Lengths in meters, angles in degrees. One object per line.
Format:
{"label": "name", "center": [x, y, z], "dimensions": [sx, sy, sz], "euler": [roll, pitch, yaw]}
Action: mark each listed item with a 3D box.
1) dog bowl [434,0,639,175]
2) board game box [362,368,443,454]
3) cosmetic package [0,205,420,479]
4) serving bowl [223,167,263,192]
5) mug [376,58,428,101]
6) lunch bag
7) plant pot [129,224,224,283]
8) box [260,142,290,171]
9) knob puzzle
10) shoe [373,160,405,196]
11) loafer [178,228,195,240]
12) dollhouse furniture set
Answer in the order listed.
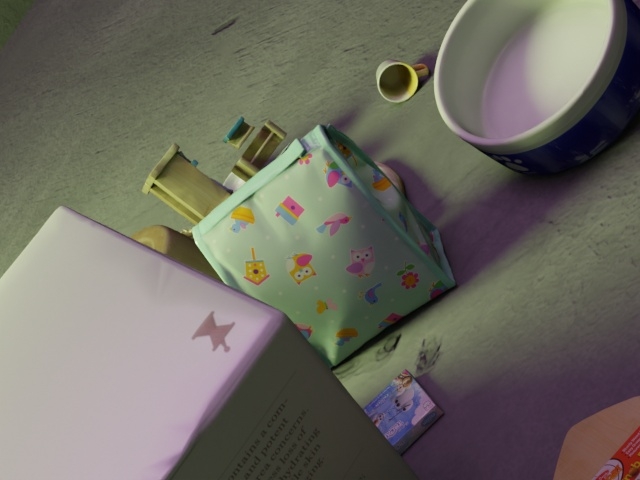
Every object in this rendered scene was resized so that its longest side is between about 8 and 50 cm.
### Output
{"label": "dog bowl", "center": [0.276, -0.219, 1.615], "dimensions": [0.265, 0.104, 0.265], "euler": [-24, 53, 36]}
{"label": "board game box", "center": [0.087, 0.202, 1.485], "dimensions": [0.090, 0.020, 0.090], "euler": [-44, 30, 2]}
{"label": "cosmetic package", "center": [-0.158, 0.238, 1.291], "dimensions": [0.327, 0.393, 0.329], "euler": [24, 70, 38]}
{"label": "serving bowl", "center": [-0.122, -0.095, 2.124], "dimensions": [0.083, 0.027, 0.083], "euler": [-33, 31, 22]}
{"label": "mug", "center": [0.120, -0.248, 1.992], "dimensions": [0.064, 0.078, 0.062], "euler": [-114, 38, -68]}
{"label": "lunch bag", "center": [0.000, 0.000, 1.605], "dimensions": [0.223, 0.262, 0.160], "euler": [-37, 30, 17]}
{"label": "plant pot", "center": [-0.180, 0.103, 1.742], "dimensions": [0.263, 0.229, 0.263], "euler": [-31, 32, 22]}
{"label": "box", "center": [-0.096, -0.067, 1.964], "dimensions": [0.136, 0.036, 0.225], "euler": [-53, 5, -14]}
{"label": "knob puzzle", "center": [0.291, 0.220, 1.189], "dimensions": [0.213, 0.030, 0.213], "euler": [-32, 32, 23]}
{"label": "shoe", "center": [0.076, -0.066, 1.798], "dimensions": [0.076, 0.058, 0.219], "euler": [-41, 29, 8]}
{"label": "loafer", "center": [-0.224, 0.031, 1.985], "dimensions": [0.366, 0.134, 0.130], "euler": [-15, 41, 42]}
{"label": "dollhouse furniture set", "center": [-0.167, -0.120, 2.015], "dimensions": [0.183, 0.129, 0.129], "euler": [-54, 6, -15]}
